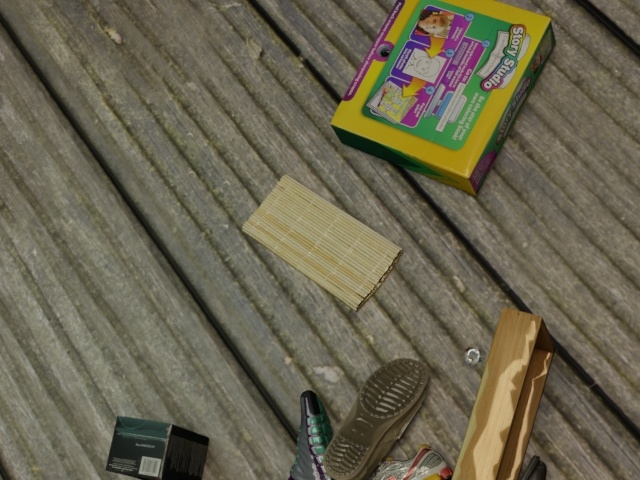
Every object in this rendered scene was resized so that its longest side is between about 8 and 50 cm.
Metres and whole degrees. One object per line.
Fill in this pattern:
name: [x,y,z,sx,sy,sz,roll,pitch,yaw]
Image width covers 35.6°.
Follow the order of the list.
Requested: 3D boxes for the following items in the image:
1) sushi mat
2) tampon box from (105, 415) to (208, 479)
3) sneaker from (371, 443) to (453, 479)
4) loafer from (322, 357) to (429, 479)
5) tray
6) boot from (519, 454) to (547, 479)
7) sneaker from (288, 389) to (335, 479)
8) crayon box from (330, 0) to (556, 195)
sushi mat: [0.000,0.000,1.982,0.316,0.019,0.151,34,82,26]
tampon box: [-0.300,0.395,1.850,0.120,0.161,0.102,3,72,21]
sneaker: [0.121,0.438,1.749,0.225,0.088,0.093,-29,55,-1]
loafer: [0.100,0.326,1.789,0.102,0.092,0.268,31,66,27]
tray: [0.291,0.337,1.655,0.076,0.203,0.411,14,75,24]
boot: [0.422,0.499,1.628,0.228,0.091,0.263,8,77,15]
sneaker: [-0.026,0.387,1.811,0.098,0.083,0.224,-21,66,15]
crayon box: [0.243,-0.311,1.972,0.313,0.106,0.363,25,80,23]
